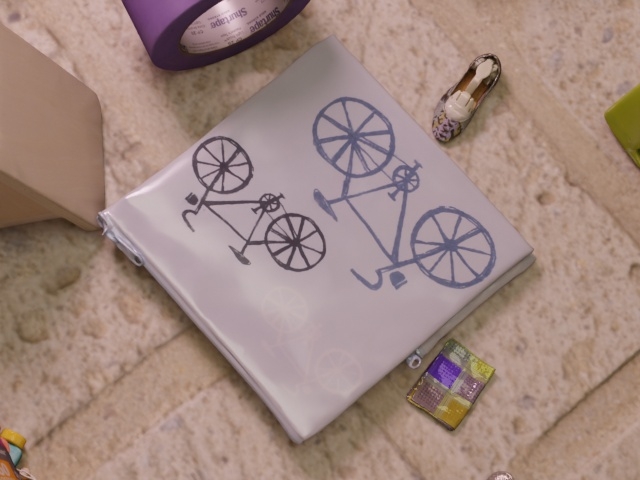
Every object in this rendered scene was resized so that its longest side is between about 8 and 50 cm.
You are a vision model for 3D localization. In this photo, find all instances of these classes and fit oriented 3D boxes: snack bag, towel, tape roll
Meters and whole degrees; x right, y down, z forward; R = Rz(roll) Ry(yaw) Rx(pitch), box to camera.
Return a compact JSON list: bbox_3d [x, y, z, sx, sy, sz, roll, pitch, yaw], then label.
[{"bbox_3d":[0.000,0.000,1.773,0.342,0.037,0.323,-40,82,-22],"label":"snack bag"},{"bbox_3d":[0.131,0.144,1.763,0.060,0.009,0.083,37,70,5],"label":"towel"},{"bbox_3d":[-0.102,-0.254,1.767,0.189,0.189,0.080,-24,76,-16],"label":"tape roll"}]

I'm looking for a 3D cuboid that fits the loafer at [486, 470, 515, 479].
[{"bbox_3d":[0.175,0.289,1.710,0.045,0.039,0.125,-5,65,24],"label":"loafer"}]

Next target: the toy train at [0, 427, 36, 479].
[{"bbox_3d":[-0.311,0.247,1.638,0.125,0.046,0.166,-21,76,-16],"label":"toy train"}]

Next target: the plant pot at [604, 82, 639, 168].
[{"bbox_3d":[0.463,-0.116,1.798,0.228,0.227,0.207,-27,84,-17],"label":"plant pot"}]

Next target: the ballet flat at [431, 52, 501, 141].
[{"bbox_3d":[0.154,-0.155,1.853,0.041,0.041,0.114,35,70,4],"label":"ballet flat"}]

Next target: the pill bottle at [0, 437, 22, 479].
[{"bbox_3d":[-0.380,0.172,1.575,0.162,0.162,0.278,-25,65,-16],"label":"pill bottle"}]

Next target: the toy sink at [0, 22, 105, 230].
[{"bbox_3d":[-0.320,-0.099,1.696,0.131,0.234,0.153,-10,72,19],"label":"toy sink"}]
